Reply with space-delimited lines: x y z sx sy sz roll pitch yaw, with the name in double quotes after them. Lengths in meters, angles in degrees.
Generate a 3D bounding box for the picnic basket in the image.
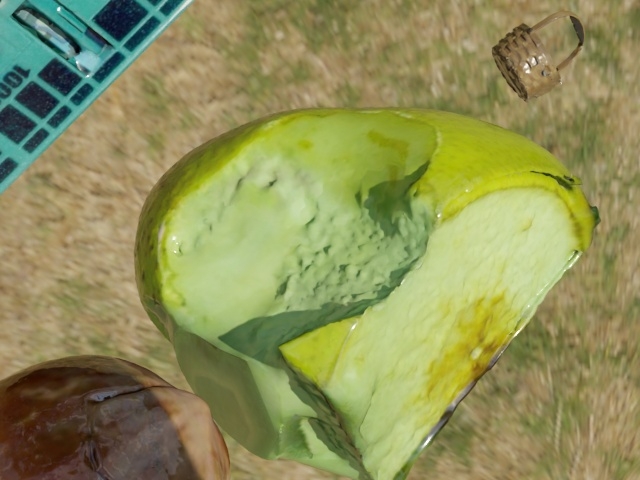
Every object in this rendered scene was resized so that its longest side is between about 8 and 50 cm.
0.204 -0.172 1.632 0.083 0.072 0.072 -34 78 -4 "picnic basket"

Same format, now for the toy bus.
-0.188 -0.153 1.146 0.256 0.147 0.128 -45 50 7 "toy bus"

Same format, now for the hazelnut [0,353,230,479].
-0.131 0.158 1.043 0.182 0.182 0.182 -1 81 8 "hazelnut"

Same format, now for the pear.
0.000 0.000 1.256 0.282 0.176 0.286 29 71 39 "pear"
